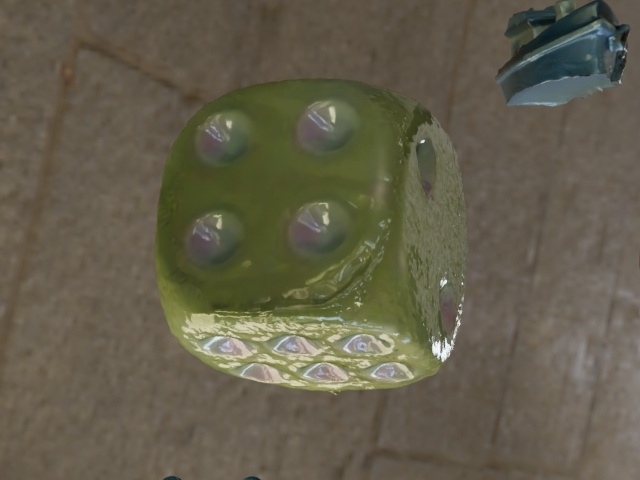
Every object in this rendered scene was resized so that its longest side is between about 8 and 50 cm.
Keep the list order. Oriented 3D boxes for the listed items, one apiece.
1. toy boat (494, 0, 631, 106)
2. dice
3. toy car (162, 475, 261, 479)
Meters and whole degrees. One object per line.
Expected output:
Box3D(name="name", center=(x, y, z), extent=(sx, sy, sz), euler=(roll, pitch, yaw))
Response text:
Box3D(name="toy boat", center=(0.239, -0.194, 1.644), extent=(0.238, 0.109, 0.098), euler=(164, -77, -80))
Box3D(name="dice", center=(0.000, 0.000, 1.637), extent=(0.254, 0.251, 0.250), euler=(45, 47, -59))
Box3D(name="toy car", center=(-0.086, 0.283, 1.331), extent=(0.188, 0.255, 0.190), euler=(21, 68, -83))
